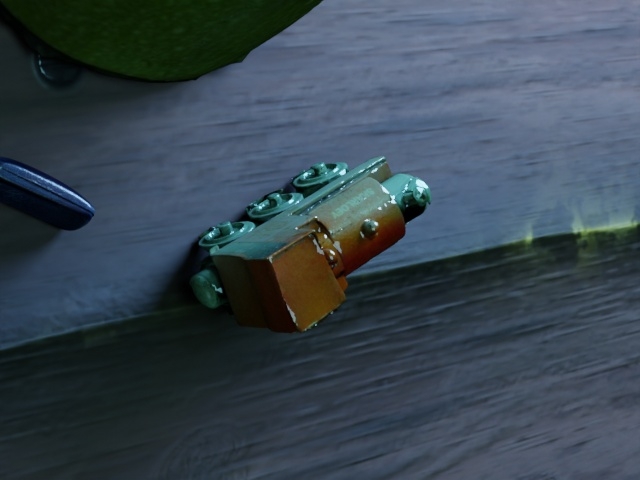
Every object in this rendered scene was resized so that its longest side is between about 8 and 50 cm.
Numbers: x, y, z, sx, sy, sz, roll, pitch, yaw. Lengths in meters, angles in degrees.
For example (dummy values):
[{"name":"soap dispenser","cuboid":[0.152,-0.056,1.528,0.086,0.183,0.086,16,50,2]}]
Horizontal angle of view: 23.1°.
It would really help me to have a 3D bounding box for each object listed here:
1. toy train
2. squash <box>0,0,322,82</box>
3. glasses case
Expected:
[{"name":"toy train","cuboid":[0.000,0.000,1.046,0.176,0.118,0.074,-31,110,-35]},{"name":"squash","cuboid":[-0.030,-0.257,0.912,0.310,0.309,0.310,2,87,-41]},{"name":"glasses case","cuboid":[-0.175,-0.032,0.956,0.083,0.033,0.023,26,61,-36]}]
